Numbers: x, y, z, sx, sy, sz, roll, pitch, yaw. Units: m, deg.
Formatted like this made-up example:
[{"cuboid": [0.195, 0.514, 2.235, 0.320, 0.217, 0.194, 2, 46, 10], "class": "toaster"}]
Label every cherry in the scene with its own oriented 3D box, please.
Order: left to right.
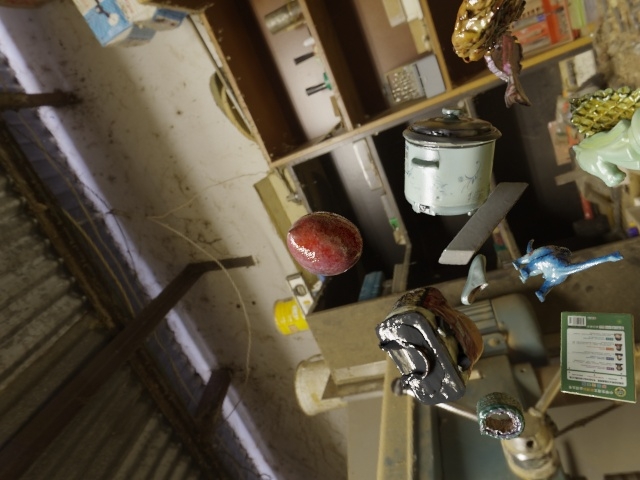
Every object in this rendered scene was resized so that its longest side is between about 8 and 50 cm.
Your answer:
[{"cuboid": [0.009, -0.002, 1.358, 0.206, 0.239, 0.239, -52, -51, -26], "class": "cherry"}]

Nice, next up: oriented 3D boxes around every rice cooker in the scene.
[{"cuboid": [0.369, -0.234, 1.223, 0.317, 0.264, 0.316, -18, -60, -35], "class": "rice cooker"}]

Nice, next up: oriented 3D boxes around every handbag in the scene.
[{"cuboid": [0.265, 0.253, 1.019, 0.254, 0.181, 0.181, 59, -145, -3], "class": "handbag"}]

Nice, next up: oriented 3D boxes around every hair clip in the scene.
[{"cuboid": [0.601, -0.542, 1.346, 0.173, 0.069, 0.300, 11, -114, -32], "class": "hair clip"}]

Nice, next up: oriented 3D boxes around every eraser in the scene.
[{"cuboid": [0.507, -0.053, 1.319, 0.077, 0.352, 0.111, 38, 164, 21], "class": "eraser"}]

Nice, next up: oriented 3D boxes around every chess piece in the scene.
[{"cuboid": [0.888, -0.266, 1.230, 0.298, 0.176, 0.175, 134, 123, -72], "class": "chess piece"}]

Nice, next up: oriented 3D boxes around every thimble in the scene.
[{"cuboid": [0.553, 0.539, 1.296, 0.090, 0.135, 0.118, -23, -75, -69], "class": "thimble"}]

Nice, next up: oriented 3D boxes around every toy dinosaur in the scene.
[{"cuboid": [0.488, 0.052, 0.920, 0.076, 0.144, 0.329, 53, -178, -3], "class": "toy dinosaur"}]

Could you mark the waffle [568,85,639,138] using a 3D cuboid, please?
[{"cuboid": [0.894, -0.394, 1.306, 0.204, 0.223, 0.054, 38, -109, -34], "class": "waffle"}]

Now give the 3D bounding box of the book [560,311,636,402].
[{"cuboid": [0.882, 0.363, 1.349, 0.027, 0.202, 0.264, 24, -112, -42], "class": "book"}]

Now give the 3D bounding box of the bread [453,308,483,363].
[{"cuboid": [0.593, 0.482, 2.066, 0.376, 0.348, 0.252, -5, -66, -43], "class": "bread"}]

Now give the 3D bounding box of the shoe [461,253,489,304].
[{"cuboid": [0.583, 0.150, 1.547, 0.079, 0.078, 0.195, 35, -102, -46], "class": "shoe"}]

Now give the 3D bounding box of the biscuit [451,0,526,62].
[{"cuboid": [0.411, -0.551, 0.957, 0.081, 0.289, 0.334, 37, -169, 18], "class": "biscuit"}]
